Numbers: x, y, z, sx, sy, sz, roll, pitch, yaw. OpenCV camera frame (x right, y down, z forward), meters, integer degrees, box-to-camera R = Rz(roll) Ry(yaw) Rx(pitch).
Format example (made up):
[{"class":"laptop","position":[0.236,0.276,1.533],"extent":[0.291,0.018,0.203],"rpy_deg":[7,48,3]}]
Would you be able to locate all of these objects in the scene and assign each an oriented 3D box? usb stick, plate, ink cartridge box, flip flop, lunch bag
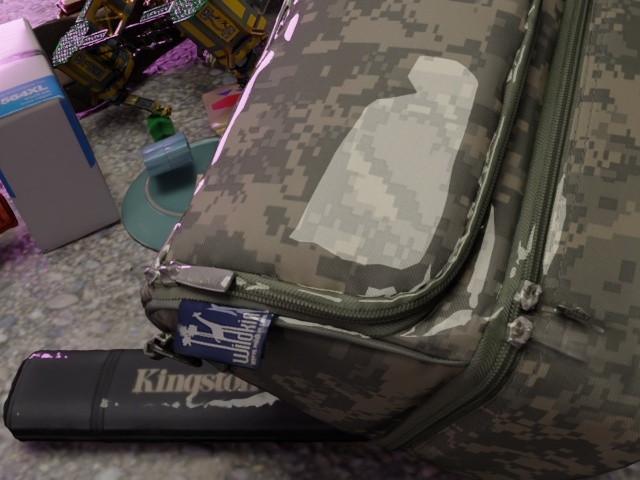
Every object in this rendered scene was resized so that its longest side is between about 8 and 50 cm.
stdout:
[{"class":"usb stick","position":[-0.091,0.109,0.559],"extent":[0.278,0.045,0.077],"rpy_deg":[-2,41,11]},{"class":"plate","position":[-0.107,-0.058,0.767],"extent":[0.188,0.024,0.188],"rpy_deg":[-8,41,7]},{"class":"ink cartridge box","position":[-0.284,-0.111,0.775],"extent":[0.086,0.148,0.203],"rpy_deg":[-25,43,-11]},{"class":"flip flop","position":[-0.269,-0.241,0.965],"extent":[0.277,0.112,0.080],"rpy_deg":[-41,23,-26]},{"class":"lunch bag","position":[0.063,-0.029,0.463],"extent":[0.256,0.212,0.305],"rpy_deg":[21,65,-1]}]

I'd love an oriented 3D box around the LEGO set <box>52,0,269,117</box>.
[{"class":"LEGO set","position":[-0.111,-0.238,0.854],"extent":[0.331,0.192,0.255],"rpy_deg":[-11,56,39]}]

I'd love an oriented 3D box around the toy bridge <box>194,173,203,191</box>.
[{"class":"toy bridge","position":[-0.025,-0.024,0.693],"extent":[0.188,0.026,0.063],"rpy_deg":[2,63,4]}]

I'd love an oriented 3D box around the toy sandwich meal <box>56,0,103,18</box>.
[{"class":"toy sandwich meal","position":[-0.352,-0.347,1.147],"extent":[0.086,0.029,0.085],"rpy_deg":[-7,41,6]}]

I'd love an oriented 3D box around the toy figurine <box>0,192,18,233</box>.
[{"class":"toy figurine","position":[-0.402,-0.077,0.723],"extent":[0.148,0.209,0.213],"rpy_deg":[-29,43,-10]}]

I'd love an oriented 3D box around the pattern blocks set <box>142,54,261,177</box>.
[{"class":"pattern blocks set","position":[-0.030,-0.156,0.813],"extent":[0.325,0.026,0.285],"rpy_deg":[-17,27,4]}]
